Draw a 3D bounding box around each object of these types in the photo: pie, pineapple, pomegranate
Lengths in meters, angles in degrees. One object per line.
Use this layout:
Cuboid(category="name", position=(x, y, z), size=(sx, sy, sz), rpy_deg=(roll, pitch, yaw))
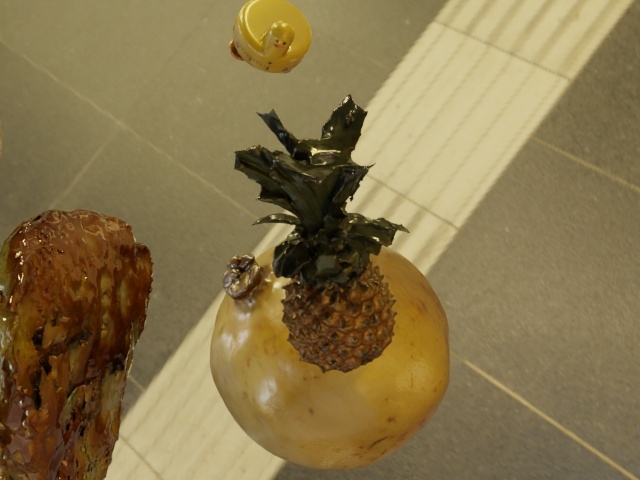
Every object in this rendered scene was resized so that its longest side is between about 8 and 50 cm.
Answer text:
Cuboid(category="pie", position=(-0.223, 0.110, 0.858), size=(0.085, 0.308, 0.308), rpy_deg=(8, 67, 6))
Cuboid(category="pineapple", position=(0.000, 0.000, 0.901), size=(0.130, 0.277, 0.119), rpy_deg=(34, 60, 32))
Cuboid(category="pomegranate", position=(0.019, 0.127, 1.208), size=(0.307, 0.307, 0.307), rpy_deg=(-13, 60, 23))

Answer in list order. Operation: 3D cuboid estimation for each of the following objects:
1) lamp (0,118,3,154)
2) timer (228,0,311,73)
Cuboid(category="lamp", position=(-0.479, -0.123, 1.091), size=(0.250, 0.250, 0.284), rpy_deg=(-43, 53, 3))
Cuboid(category="timer", position=(-0.061, -0.277, 1.342), size=(0.109, 0.107, 0.107), rpy_deg=(132, 145, -56))
